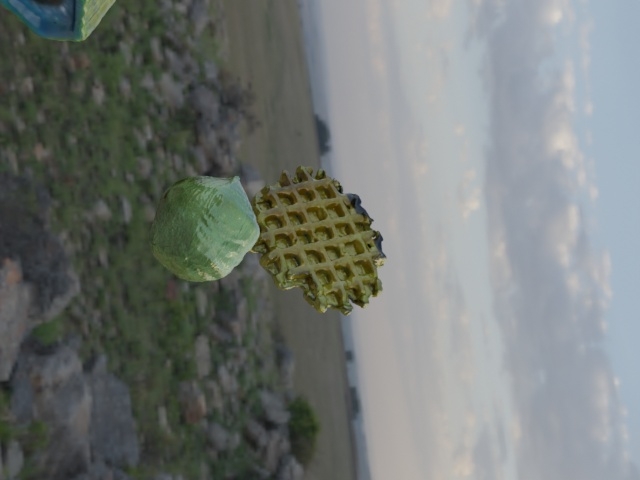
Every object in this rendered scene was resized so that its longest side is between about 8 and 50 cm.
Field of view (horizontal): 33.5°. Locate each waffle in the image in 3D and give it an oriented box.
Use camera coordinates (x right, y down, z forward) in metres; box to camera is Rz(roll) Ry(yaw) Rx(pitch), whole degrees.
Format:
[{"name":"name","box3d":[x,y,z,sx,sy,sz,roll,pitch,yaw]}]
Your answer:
[{"name":"waffle","box3d":[0.001,-0.002,2.072,0.307,0.312,0.060,-52,180,-40]}]

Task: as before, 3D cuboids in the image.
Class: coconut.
[{"name":"coconut","box3d":[-0.093,-0.014,0.869,0.096,0.088,0.088,-61,168,-15]}]

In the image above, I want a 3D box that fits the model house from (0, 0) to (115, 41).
[{"name":"model house","box3d":[-0.360,-0.449,1.512,0.303,0.216,0.237,69,36,-44]}]
